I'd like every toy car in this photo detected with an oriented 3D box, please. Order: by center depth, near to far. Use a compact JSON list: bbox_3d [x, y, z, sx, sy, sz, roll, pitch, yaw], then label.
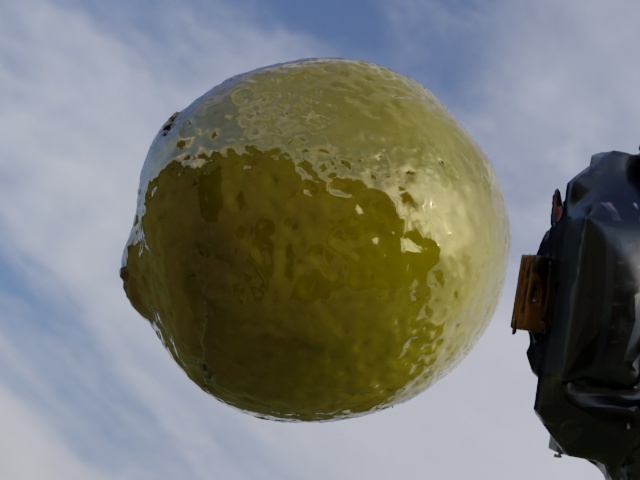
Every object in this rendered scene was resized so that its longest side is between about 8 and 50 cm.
[{"bbox_3d":[0.244,0.045,0.598,0.301,0.193,0.118,9,-3,-8],"label":"toy car"}]

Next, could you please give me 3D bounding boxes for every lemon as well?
[{"bbox_3d":[-0.001,0.000,0.881,0.293,0.293,0.293,27,-35,20],"label":"lemon"}]
